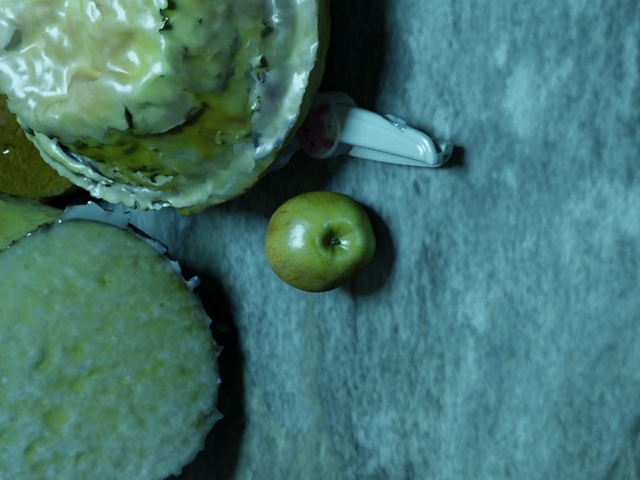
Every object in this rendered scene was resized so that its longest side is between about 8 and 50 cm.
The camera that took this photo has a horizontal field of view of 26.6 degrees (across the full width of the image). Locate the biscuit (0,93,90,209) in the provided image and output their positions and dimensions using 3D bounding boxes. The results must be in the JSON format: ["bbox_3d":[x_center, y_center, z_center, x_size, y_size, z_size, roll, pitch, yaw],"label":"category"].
[{"bbox_3d":[-0.236,-0.201,1.220,0.359,0.074,0.381,37,123,29],"label":"biscuit"}]

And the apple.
[{"bbox_3d":[0.000,0.000,1.050,0.071,0.084,0.084,-18,88,66],"label":"apple"}]

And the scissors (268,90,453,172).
[{"bbox_3d":[0.003,-0.090,1.062,0.242,0.030,0.118,19,113,40],"label":"scissors"}]

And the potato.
[{"bbox_3d":[-0.261,0.080,1.211,0.289,0.301,0.237,66,165,-19],"label":"potato"}]

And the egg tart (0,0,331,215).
[{"bbox_3d":[-0.156,-0.181,1.035,0.352,0.150,0.352,11,109,34],"label":"egg tart"}]
